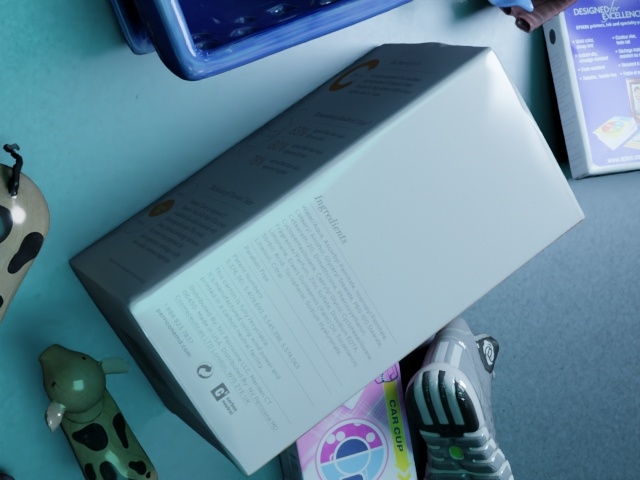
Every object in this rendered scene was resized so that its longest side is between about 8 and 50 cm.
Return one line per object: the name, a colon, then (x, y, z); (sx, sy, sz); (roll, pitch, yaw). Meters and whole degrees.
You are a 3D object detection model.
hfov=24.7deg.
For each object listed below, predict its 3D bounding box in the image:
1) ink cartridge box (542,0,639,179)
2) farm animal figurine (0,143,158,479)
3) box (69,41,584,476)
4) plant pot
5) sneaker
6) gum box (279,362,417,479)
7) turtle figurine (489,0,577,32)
ink cartridge box: (0.313, -0.170, 1.373); (0.206, 0.045, 0.208); (-7, 86, -21)
farm animal figurine: (-0.271, 0.084, 1.122); (0.330, 0.172, 0.327); (7, 95, -22)
box: (0.000, 0.000, 1.194); (0.345, 0.215, 0.168); (-36, 109, -12)
plant pot: (-0.069, -0.268, 1.130); (0.236, 0.212, 0.236); (-24, 106, -17)
sneaker: (0.141, 0.161, 1.345); (0.132, 0.086, 0.228); (-70, 155, -43)
gum box: (0.022, 0.192, 1.311); (0.107, 0.062, 0.188); (-14, 102, -19)
turtle figurine: (0.274, -0.307, 1.251); (0.266, 0.198, 0.274); (11, 84, -24)
